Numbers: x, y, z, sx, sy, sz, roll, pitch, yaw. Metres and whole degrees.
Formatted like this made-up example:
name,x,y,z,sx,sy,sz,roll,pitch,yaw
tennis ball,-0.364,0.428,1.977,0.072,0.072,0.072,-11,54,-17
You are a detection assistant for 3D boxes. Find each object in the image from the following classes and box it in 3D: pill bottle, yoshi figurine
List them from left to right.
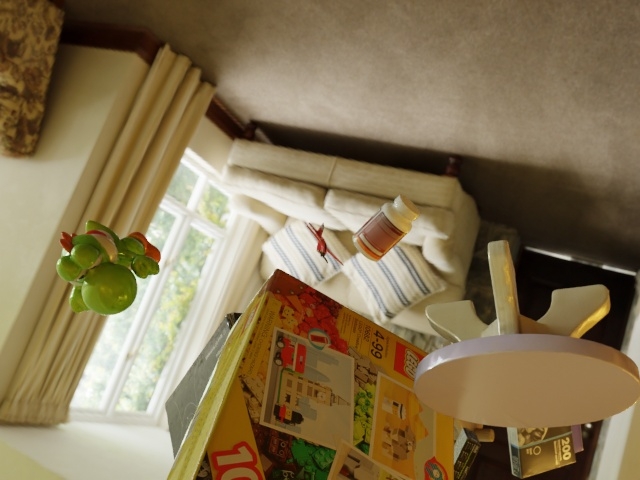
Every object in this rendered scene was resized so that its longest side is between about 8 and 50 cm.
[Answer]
name,x,y,z,sx,sy,sz,roll,pitch,yaw
yoshi figurine,-0.459,0.078,1.319,0.202,0.204,0.362,15,-179,-3
pill bottle,0.152,-0.029,1.368,0.086,0.152,0.086,36,-156,-19

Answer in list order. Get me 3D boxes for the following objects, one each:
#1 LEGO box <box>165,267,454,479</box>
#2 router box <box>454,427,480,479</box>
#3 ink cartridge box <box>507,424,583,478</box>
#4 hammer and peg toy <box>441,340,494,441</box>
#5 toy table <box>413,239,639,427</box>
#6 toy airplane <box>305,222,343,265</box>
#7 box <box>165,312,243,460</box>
name,x,y,z,sx,sy,sz,roll,pitch,yaw
LEGO box,-0.008,0.337,0.875,0.372,0.500,0.193,30,127,-10
router box,0.349,0.536,1.482,0.038,0.123,0.092,26,-178,6
ink cartridge box,0.526,0.419,1.378,0.208,0.207,0.045,-10,-175,-19
hammer and peg toy,0.405,0.410,1.741,0.127,0.266,0.361,-10,128,35
toy table,0.270,0.142,0.818,0.274,0.161,0.252,0,133,15
toy airplane,0.000,0.000,1.441,0.151,0.028,0.151,50,-163,-22
box,-0.171,0.527,1.609,0.297,0.472,0.480,11,132,-34
